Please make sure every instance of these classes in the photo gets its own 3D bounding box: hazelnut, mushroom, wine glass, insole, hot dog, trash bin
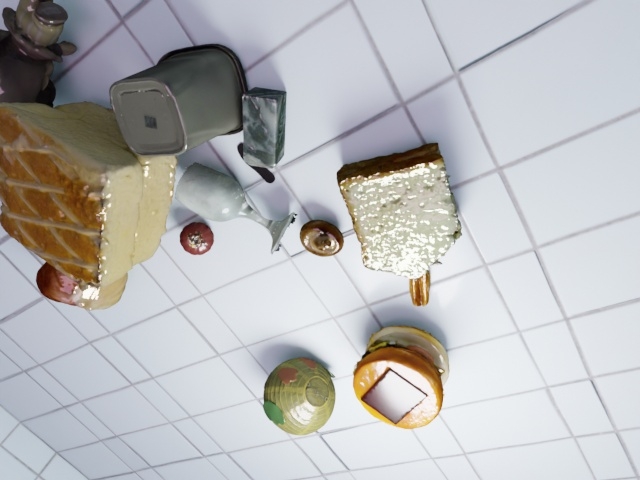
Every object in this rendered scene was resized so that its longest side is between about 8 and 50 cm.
[{"bbox_3d":[-0.742,0.117,1.383,0.261,0.241,0.261,-22,139,-21],"label":"hazelnut"},{"bbox_3d":[0.004,-0.006,1.211,0.126,0.085,0.109,37,157,-12],"label":"mushroom"},{"bbox_3d":[-0.229,-0.088,1.186,0.321,0.143,0.143,31,123,-6],"label":"wine glass"},{"bbox_3d":[-0.174,-0.207,1.179,0.045,0.002,0.135,-36,107,31],"label":"insole"},{"bbox_3d":[0.286,0.132,1.250,0.062,0.038,0.144,-4,122,13],"label":"hot dog"},{"bbox_3d":[-0.318,-0.314,1.005,0.219,0.250,0.219,1,121,21],"label":"trash bin"}]

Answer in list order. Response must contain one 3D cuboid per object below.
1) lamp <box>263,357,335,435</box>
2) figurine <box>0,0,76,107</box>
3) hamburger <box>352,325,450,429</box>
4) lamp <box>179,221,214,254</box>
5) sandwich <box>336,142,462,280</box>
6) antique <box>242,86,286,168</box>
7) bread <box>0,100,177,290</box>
[{"bbox_3d":[-0.080,0.528,1.477,0.250,0.250,0.284,38,141,-10],"label":"lamp"},{"bbox_3d":[-0.732,-0.440,1.059,0.381,0.203,0.248,-36,103,28],"label":"figurine"},{"bbox_3d":[0.246,0.400,1.313,0.291,0.225,0.290,8,117,16],"label":"hamburger"},{"bbox_3d":[-0.368,-0.006,1.300,0.101,0.090,0.101,0,92,-11],"label":"lamp"},{"bbox_3d":[0.211,-0.062,1.097,0.262,0.131,0.325,-12,114,19],"label":"sandwich"},{"bbox_3d":[-0.138,-0.273,1.079,0.086,0.088,0.182,11,124,8],"label":"antique"},{"bbox_3d":[-0.592,-0.126,1.114,0.390,0.279,0.371,31,124,17],"label":"bread"}]
